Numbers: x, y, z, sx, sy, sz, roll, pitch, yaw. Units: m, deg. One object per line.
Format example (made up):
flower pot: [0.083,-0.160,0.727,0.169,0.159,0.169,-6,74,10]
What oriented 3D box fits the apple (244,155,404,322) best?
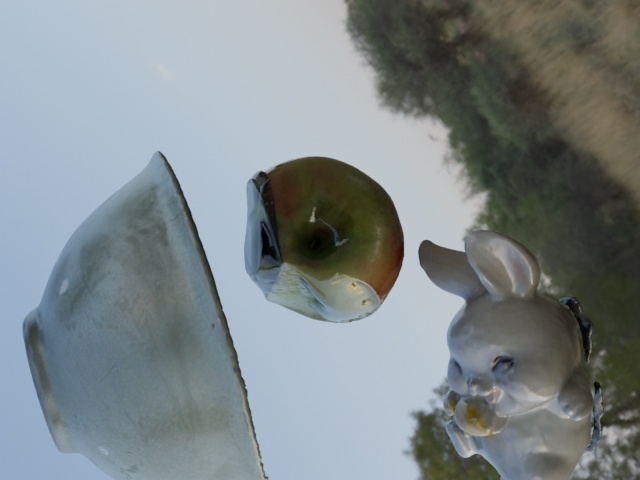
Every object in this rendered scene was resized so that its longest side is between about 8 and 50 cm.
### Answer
apple: [0.000,0.000,1.032,0.207,0.174,0.188,39,170,10]

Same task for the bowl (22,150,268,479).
bowl: [-0.155,0.097,0.722,0.313,0.146,0.314,162,90,-76]

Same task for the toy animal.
toy animal: [0.212,0.142,1.000,0.208,0.154,0.325,-15,92,68]
